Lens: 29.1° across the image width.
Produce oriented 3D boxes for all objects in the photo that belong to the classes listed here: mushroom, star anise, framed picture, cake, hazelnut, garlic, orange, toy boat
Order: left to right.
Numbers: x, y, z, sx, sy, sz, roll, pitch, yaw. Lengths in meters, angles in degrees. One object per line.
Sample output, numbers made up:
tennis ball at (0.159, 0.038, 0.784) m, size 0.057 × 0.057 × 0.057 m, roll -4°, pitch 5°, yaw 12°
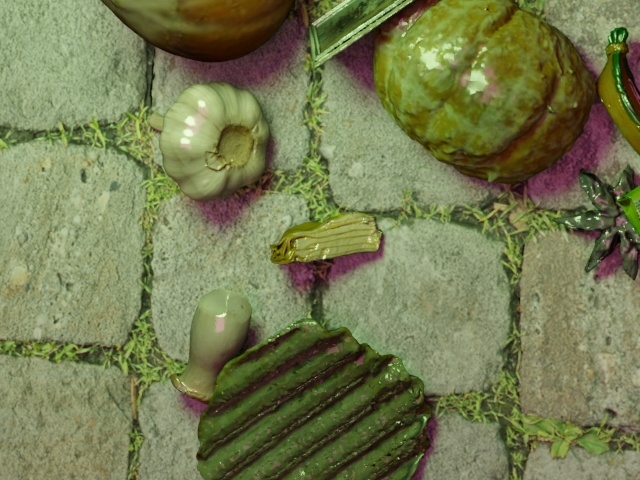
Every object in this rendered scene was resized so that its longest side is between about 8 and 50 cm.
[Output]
hazelnut at (-0.199, -0.450, 1.912) m, size 0.372 × 0.372 × 0.315 m, roll 31°, pitch 137°, yaw 10°
garlic at (-0.207, -0.169, 2.032) m, size 0.226 × 0.199 × 0.199 m, roll 17°, pitch 97°, yaw 45°
mushroom at (-0.179, 0.177, 2.048) m, size 0.088 × 0.097 × 0.212 m, roll 51°, pitch 122°, yaw 48°
cake at (0.000, -0.004, 1.997) m, size 0.185 × 0.116 × 0.079 m, roll -3°, pitch 90°, yaw 17°
framed picture at (0.092, -0.377, 1.914) m, size 0.274 × 0.217 × 0.017 m, roll -34°, pitch 112°, yaw 11°
orange at (0.230, -0.244, 1.885) m, size 0.369 × 0.210 × 0.271 m, roll 37°, pitch 110°, yaw 6°
star anise at (0.463, -0.026, 1.914) m, size 0.181 × 0.061 × 0.204 m, roll -26°, pitch 87°, yaw 13°
toy boat at (0.487, -0.213, 1.886) m, size 0.088 × 0.089 × 0.229 m, roll -35°, pitch 81°, yaw 26°

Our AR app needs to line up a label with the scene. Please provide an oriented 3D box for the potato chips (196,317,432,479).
potato chips at (-0.030, 0.326, 2.020) m, size 0.429 × 0.070 × 0.358 m, roll -40°, pitch 98°, yaw 16°

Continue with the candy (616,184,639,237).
candy at (0.536, -0.064, 1.877) m, size 0.178 × 0.032 × 0.102 m, roll -32°, pitch 95°, yaw -19°
